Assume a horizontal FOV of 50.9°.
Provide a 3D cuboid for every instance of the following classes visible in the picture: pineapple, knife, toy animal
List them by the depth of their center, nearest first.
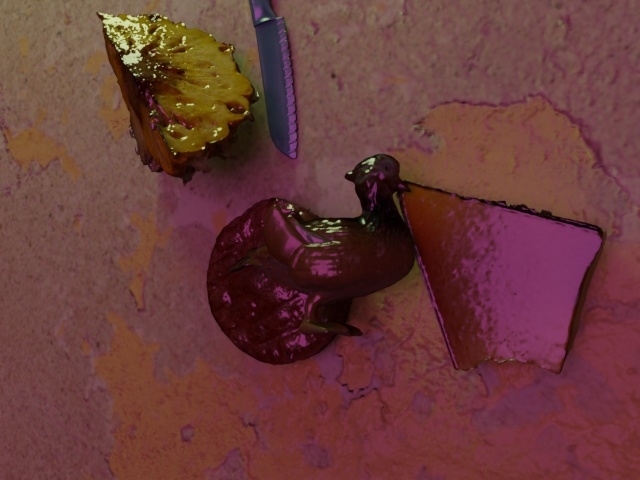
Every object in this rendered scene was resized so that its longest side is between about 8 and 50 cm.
[{"bbox_3d":[0.000,0.000,0.654,0.188,0.089,0.179,7,87,17],"label":"toy animal"},{"bbox_3d":[-0.060,-0.245,0.783,0.044,0.019,0.313,-11,84,24],"label":"knife"},{"bbox_3d":[-0.154,-0.148,0.790,0.250,0.139,0.164,52,151,36],"label":"pineapple"}]

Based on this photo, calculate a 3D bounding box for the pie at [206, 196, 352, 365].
[{"bbox_3d":[-0.049,0.046,0.739,0.182,0.049,0.183,-1,89,27],"label":"pie"}]

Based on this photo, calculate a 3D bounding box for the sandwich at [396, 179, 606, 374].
[{"bbox_3d":[0.148,0.041,0.633,0.192,0.058,0.163,18,96,28],"label":"sandwich"}]
